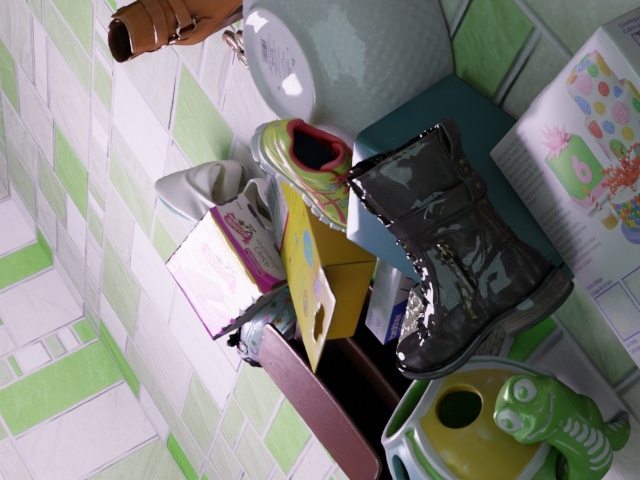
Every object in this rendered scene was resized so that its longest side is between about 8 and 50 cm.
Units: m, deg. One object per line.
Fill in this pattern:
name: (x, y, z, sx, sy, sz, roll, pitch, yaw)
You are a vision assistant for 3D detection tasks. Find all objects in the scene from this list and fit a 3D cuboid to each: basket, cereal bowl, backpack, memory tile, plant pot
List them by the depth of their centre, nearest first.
plant pot: (0.172, -0.034, 1.181, 0.234, 0.166, 0.165, 38, 146, 28)
cereal bowl: (0.005, -0.233, 1.322, 0.339, 0.141, 0.339, 44, 150, 34)
basket: (0.175, 0.121, 1.386, 0.113, 0.103, 0.167, 49, 152, 29)
memory tile: (-0.079, -0.261, 1.553, 0.148, 0.012, 0.113, 12, 146, 55)
backpack: (-0.070, 0.131, 1.842, 0.115, 0.152, 0.182, 38, 145, 13)

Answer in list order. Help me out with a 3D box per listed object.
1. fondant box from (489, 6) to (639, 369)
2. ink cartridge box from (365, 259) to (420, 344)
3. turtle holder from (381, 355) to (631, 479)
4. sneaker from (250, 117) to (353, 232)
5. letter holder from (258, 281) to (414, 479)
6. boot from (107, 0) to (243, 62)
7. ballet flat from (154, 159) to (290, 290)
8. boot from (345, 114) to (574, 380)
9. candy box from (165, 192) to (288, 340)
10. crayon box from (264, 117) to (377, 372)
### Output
fondant box: (0.323, -0.019, 0.979, 0.330, 0.096, 0.238, 56, 154, 11)
ink cartridge box: (0.121, 0.046, 1.422, 0.046, 0.097, 0.207, 48, 151, 27)
turtle holder: (0.199, 0.251, 1.226, 0.227, 0.243, 0.320, 34, -177, 0)
sneaker: (0.018, -0.076, 1.277, 0.208, 0.081, 0.094, 31, 156, -18)
letter holder: (0.056, 0.204, 1.643, 0.302, 0.152, 0.214, 49, 150, 27)
boot: (-0.181, -0.350, 1.461, 0.109, 0.220, 0.283, 61, 155, 4)
ballet flat: (-0.132, -0.060, 1.795, 0.400, 0.139, 0.139, 35, 143, 38)
boot: (0.109, 0.010, 1.089, 0.229, 0.091, 0.263, 48, 134, -4)
candy box: (-0.148, 0.047, 1.699, 0.159, 0.071, 0.233, 57, 146, 7)
crayon box: (0.000, 0.000, 1.505, 0.202, 0.081, 0.318, 104, 155, -55)
